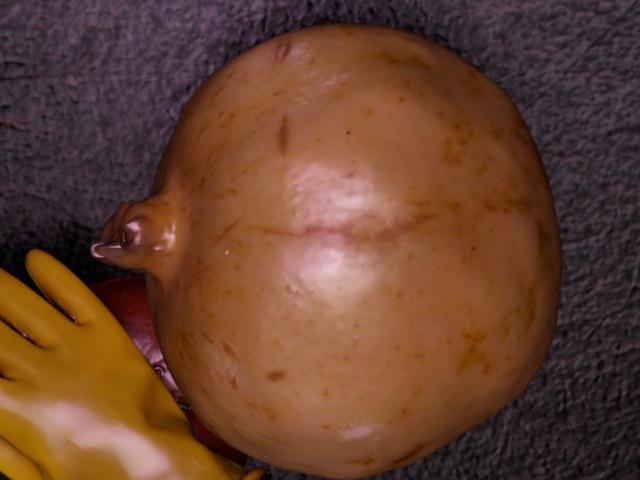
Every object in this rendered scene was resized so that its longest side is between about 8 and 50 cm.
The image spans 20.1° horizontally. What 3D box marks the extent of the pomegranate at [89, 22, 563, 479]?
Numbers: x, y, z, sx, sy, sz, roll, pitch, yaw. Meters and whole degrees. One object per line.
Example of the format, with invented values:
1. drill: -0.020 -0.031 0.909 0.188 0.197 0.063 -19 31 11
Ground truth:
1. pomegranate: 0.000 0.000 1.301 0.342 0.342 0.342 0 101 0

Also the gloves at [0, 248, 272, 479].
1. gloves: -0.184 0.123 1.362 0.294 0.116 0.133 41 59 8

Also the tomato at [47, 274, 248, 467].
1. tomato: -0.159 0.137 1.441 0.225 0.085 0.225 0 92 -3
